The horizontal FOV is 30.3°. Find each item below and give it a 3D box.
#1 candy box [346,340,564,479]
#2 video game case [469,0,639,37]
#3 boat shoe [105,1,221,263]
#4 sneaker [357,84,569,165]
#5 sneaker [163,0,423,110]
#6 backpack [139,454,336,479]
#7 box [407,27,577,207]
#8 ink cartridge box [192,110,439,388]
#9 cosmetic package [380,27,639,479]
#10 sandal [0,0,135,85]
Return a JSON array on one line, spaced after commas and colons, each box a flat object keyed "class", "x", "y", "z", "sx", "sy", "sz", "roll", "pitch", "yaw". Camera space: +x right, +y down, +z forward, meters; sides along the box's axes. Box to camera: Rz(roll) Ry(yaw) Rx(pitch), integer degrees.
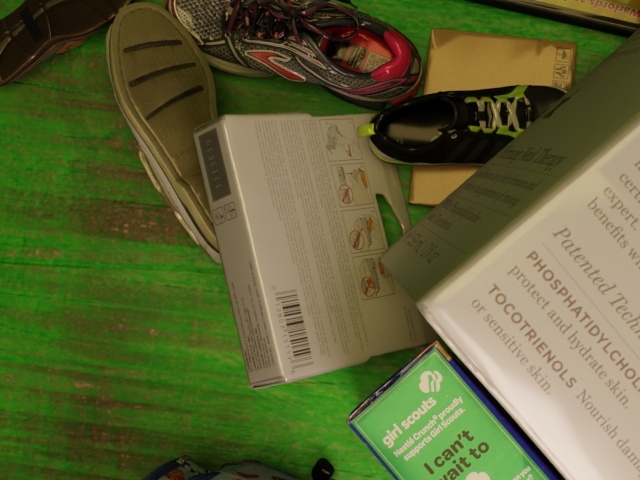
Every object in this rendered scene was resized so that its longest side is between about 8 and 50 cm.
[{"class": "candy box", "x": 0.174, "y": 0.253, "z": 1.156, "sx": 0.122, "sy": 0.268, "sz": 0.317, "roll": -43, "pitch": 83, "yaw": 0}, {"class": "video game case", "x": 0.259, "y": -0.373, "z": 1.313, "sx": 0.274, "sy": 0.035, "sz": 0.248, "roll": 14, "pitch": 87, "yaw": 6}, {"class": "boat shoe", "x": -0.158, "y": -0.110, "z": 1.296, "sx": 0.113, "sy": 0.103, "sz": 0.302, "roll": -21, "pitch": 83, "yaw": -25}, {"class": "sneaker", "x": 0.158, "y": -0.119, "z": 1.251, "sx": 0.234, "sy": 0.097, "sz": 0.084, "roll": -9, "pitch": 85, "yaw": 6}, {"class": "sneaker", "x": -0.030, "y": -0.234, "z": 1.296, "sx": 0.299, "sy": 0.112, "sz": 0.121, "roll": 15, "pitch": 87, "yaw": 8}, {"class": "backpack", "x": -0.117, "y": 0.342, "z": 1.185, "sx": 0.213, "sy": 0.263, "sz": 0.277, "roll": 16, "pitch": 89, "yaw": 8}, {"class": "box", "x": 0.190, "y": -0.129, "z": 1.308, "sx": 0.164, "sy": 0.021, "sz": 0.201, "roll": 8, "pitch": 87, "yaw": 7}, {"class": "ink cartridge box", "x": 0.000, "y": 0.000, "z": 1.254, "sx": 0.060, "sy": 0.238, "sz": 0.275, "roll": -19, "pitch": 82, "yaw": 44}, {"class": "cosmetic package", "x": 0.317, "y": 0.026, "z": 1.098, "sx": 0.393, "sy": 0.329, "sz": 0.327, "roll": -41, "pitch": 97, "yaw": 1}, {"class": "sandal", "x": -0.301, "y": -0.246, "z": 1.358, "sx": 0.219, "sy": 0.060, "sz": 0.090, "roll": -33, "pitch": 77, "yaw": 17}]
